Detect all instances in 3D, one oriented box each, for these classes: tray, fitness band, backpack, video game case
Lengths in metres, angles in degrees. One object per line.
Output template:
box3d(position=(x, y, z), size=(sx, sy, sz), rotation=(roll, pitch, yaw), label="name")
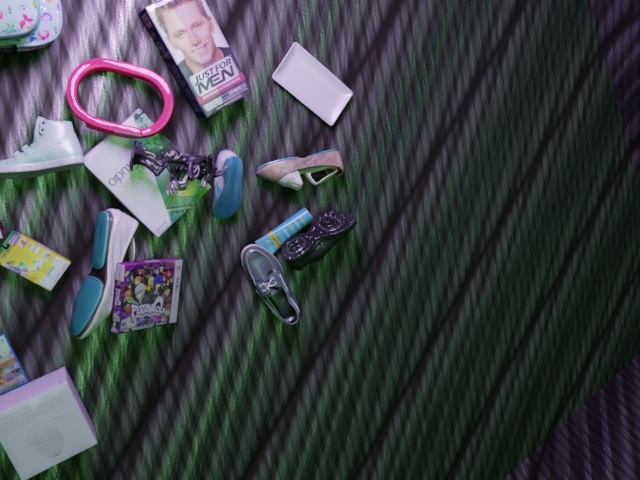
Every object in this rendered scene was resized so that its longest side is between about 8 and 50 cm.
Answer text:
box3d(position=(-0.027, -0.519, 2.023), size=(0.270, 0.030, 0.145), rotation=(35, 83, -27), label="tray")
box3d(position=(-0.569, -0.404, 1.729), size=(0.291, 0.054, 0.208), rotation=(12, 80, -15), label="fitness band")
box3d(position=(-0.798, -0.599, 1.550), size=(0.254, 0.191, 0.224), rotation=(-11, 104, -29), label="backpack")
box3d(position=(-0.526, 0.163, 1.843), size=(0.232, 0.042, 0.210), rotation=(-3, 103, -57), label="video game case")
box3d(position=(-0.942, 0.367, 1.754), size=(0.119, 0.015, 0.166), rotation=(-24, 109, -21), label="video game case")

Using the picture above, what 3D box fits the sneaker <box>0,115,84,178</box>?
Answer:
box3d(position=(-0.798, -0.258, 1.672), size=(0.256, 0.094, 0.150), rotation=(-13, 88, -13), label="sneaker")

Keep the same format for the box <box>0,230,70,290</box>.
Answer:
box3d(position=(-0.828, 0.056, 1.736), size=(0.179, 0.043, 0.105), rotation=(38, 83, -29), label="box")

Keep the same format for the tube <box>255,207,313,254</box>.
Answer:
box3d(position=(-0.121, -0.030, 2.066), size=(0.207, 0.052, 0.080), rotation=(-39, 112, -8), label="tube")

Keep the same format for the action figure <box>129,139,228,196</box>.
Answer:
box3d(position=(-0.415, -0.199, 1.765), size=(0.276, 0.164, 0.140), rotation=(12, 73, -18), label="action figure")

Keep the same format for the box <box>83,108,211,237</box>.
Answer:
box3d(position=(-0.522, -0.200, 1.827), size=(0.232, 0.058, 0.322), rotation=(-46, 116, -12), label="box")

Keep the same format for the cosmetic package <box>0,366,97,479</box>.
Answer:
box3d(position=(-0.815, 0.533, 1.779), size=(0.224, 0.138, 0.224), rotation=(-24, 111, -20), label="cosmetic package")

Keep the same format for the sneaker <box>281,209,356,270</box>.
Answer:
box3d(position=(0.000, 0.000, 2.091), size=(0.286, 0.109, 0.130), rotation=(-30, 144, -7), label="sneaker")

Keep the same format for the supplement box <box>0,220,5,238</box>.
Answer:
box3d(position=(-0.954, -0.105, 1.625), size=(0.130, 0.073, 0.239), rotation=(-18, 108, -22), label="supplement box")

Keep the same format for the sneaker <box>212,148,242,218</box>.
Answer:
box3d(position=(-0.300, -0.177, 1.928), size=(0.088, 0.092, 0.228), rotation=(1, 119, -28), label="sneaker")

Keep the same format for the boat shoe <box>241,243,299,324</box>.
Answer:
box3d(position=(-0.160, 0.153, 2.042), size=(0.116, 0.099, 0.319), rotation=(-31, 112, -6), label="boat shoe")

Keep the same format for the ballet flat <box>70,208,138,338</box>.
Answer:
box3d(position=(-0.629, 0.106, 1.805), size=(0.139, 0.139, 0.399), rotation=(13, 93, -28), label="ballet flat")

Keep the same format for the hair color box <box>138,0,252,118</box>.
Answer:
box3d(position=(-0.369, -0.558, 1.806), size=(0.174, 0.105, 0.347), rotation=(-35, 112, -17), label="hair color box")

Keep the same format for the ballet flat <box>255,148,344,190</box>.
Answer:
box3d(position=(-0.056, -0.227, 2.011), size=(0.316, 0.107, 0.106), rotation=(-16, 76, -22), label="ballet flat")
